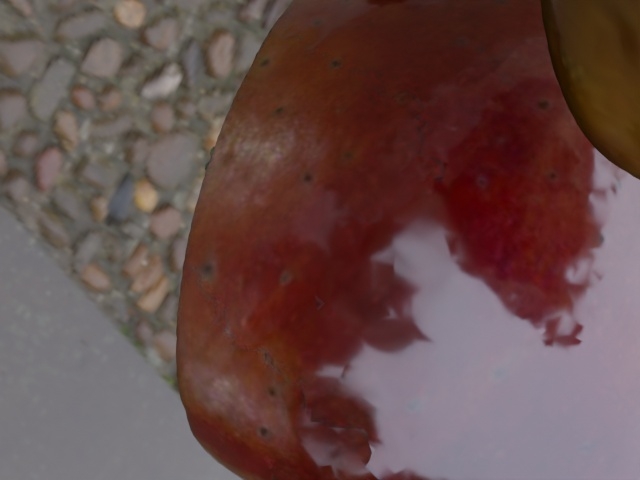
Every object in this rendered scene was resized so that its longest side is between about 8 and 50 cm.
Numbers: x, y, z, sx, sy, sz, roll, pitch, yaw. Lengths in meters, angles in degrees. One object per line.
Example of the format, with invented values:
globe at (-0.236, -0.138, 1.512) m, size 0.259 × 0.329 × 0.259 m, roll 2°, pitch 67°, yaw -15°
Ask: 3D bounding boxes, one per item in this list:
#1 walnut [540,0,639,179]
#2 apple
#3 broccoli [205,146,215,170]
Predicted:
walnut at (0.155, -0.116, 0.379) m, size 0.209 × 0.209 × 0.336 m, roll -26°, pitch 138°, yaw -44°
apple at (0.082, 0.024, 0.692) m, size 0.365 × 0.295 × 0.329 m, roll -57°, pitch -178°, yaw -42°
broccoli at (-0.015, -0.009, 1.143) m, size 0.198 × 0.275 × 0.177 m, roll 34°, pitch 106°, yaw -16°
